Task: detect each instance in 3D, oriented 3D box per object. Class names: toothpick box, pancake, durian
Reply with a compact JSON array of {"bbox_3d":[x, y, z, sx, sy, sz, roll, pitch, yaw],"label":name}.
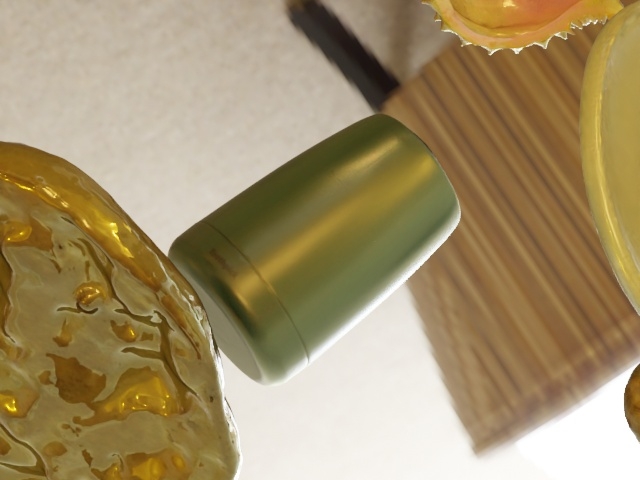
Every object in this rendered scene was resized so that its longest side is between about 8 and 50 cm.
[{"bbox_3d":[0.000,0.000,1.211,0.184,0.120,0.120,-38,158,-14],"label":"toothpick box"},{"bbox_3d":[-0.172,0.063,0.997,0.294,0.294,0.049,-56,-178,44],"label":"pancake"},{"bbox_3d":[0.159,-0.249,1.535,0.182,0.165,0.132,1,170,-33],"label":"durian"}]

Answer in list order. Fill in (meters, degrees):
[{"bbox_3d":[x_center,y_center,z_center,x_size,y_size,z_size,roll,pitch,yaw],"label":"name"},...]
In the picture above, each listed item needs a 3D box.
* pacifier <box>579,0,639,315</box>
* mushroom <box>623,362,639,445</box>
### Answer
[{"bbox_3d":[0.240,-0.055,0.727,0.279,0.227,0.207,-51,-168,-28],"label":"pacifier"},{"bbox_3d":[0.355,0.085,1.307,0.312,0.100,0.081,-20,-165,-22],"label":"mushroom"}]
